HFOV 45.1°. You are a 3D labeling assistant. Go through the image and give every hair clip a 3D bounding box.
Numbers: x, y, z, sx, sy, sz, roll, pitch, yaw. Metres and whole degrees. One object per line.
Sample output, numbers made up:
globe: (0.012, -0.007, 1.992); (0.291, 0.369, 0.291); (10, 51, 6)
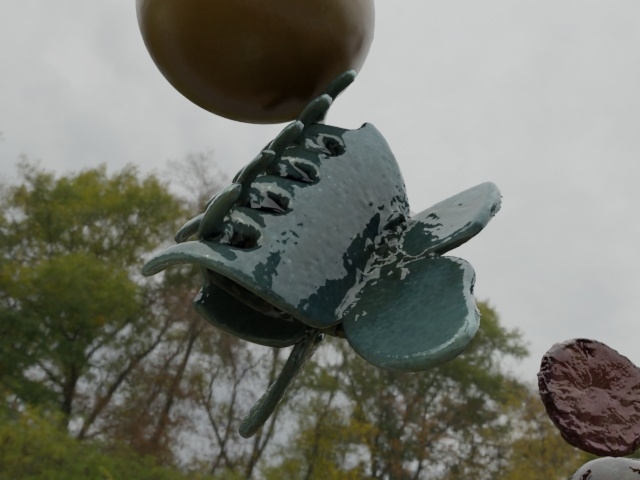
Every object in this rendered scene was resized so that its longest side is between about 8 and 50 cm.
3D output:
hair clip: (0.000, 0.000, 0.860); (0.238, 0.318, 0.392); (45, -40, -9)

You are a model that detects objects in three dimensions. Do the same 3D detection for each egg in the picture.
egg: (-0.090, -0.297, 1.005); (0.351, 0.282, 0.282); (30, -16, 35)

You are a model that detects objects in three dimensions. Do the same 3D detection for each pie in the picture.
pie: (0.335, 0.189, 0.937); (0.154, 0.154, 0.036); (16, -30, -4)

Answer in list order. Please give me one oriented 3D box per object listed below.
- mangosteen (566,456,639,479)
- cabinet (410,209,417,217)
mangosteen: (0.439, 0.459, 1.127); (0.231, 0.289, 0.231); (35, -13, 10)
cabinet: (0.096, -0.017, 1.684); (0.215, 0.174, 0.148); (29, 11, 4)
